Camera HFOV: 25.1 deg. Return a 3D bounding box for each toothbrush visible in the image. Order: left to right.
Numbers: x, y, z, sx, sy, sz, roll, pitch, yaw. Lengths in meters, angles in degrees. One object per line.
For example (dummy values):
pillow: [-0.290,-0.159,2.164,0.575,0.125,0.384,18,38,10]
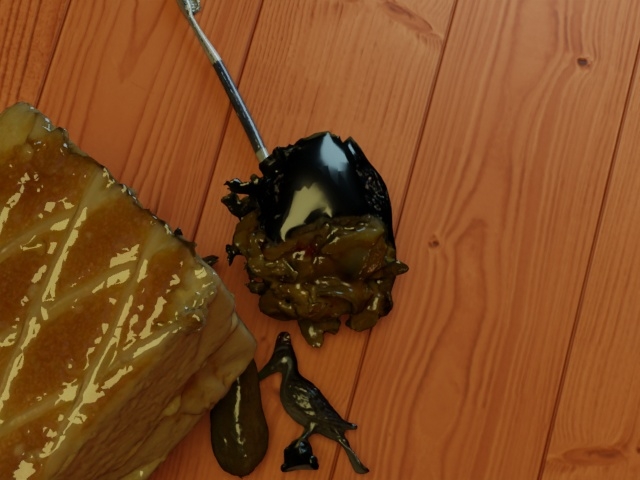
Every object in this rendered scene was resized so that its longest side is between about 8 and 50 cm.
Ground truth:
toothbrush: [-0.125,-0.214,1.885,0.026,0.024,0.288,-22,77,-17]

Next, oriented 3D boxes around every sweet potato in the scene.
sweet potato: [-0.114,0.177,1.766,0.081,0.062,0.233,-16,87,3]

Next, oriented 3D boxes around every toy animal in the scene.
toy animal: [-0.019,0.208,1.782,0.105,0.070,0.202,-18,71,-12]

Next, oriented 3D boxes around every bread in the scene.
bread: [-0.313,0.107,1.655,0.371,0.279,0.390,39,89,20]

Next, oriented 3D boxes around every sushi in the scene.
sushi: [-0.006,0.003,1.760,0.200,0.213,0.204,-25,63,19]

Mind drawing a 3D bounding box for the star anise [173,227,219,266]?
star anise: [-0.195,0.052,1.819,0.141,0.042,0.141,0,84,-1]
